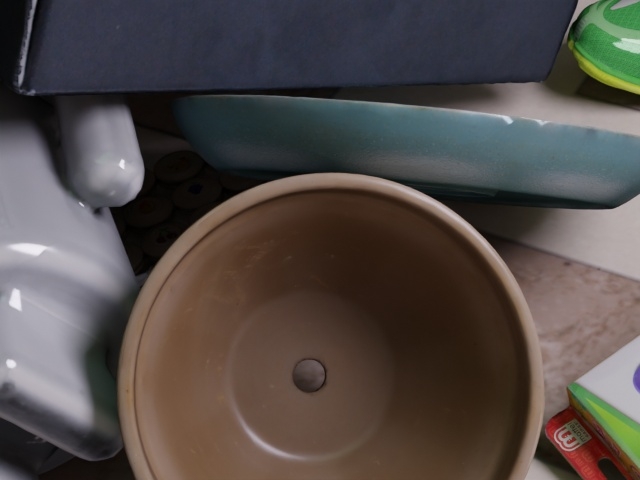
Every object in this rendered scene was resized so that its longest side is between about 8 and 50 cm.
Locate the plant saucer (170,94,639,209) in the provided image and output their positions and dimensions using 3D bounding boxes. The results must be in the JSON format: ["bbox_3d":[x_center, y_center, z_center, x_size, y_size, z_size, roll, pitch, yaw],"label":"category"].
[{"bbox_3d":[0.062,-0.051,1.080,0.317,0.044,0.317,5,-1,0],"label":"plant saucer"}]

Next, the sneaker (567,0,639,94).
[{"bbox_3d":[0.317,-0.191,1.264,0.295,0.123,0.109,-16,44,-10],"label":"sneaker"}]

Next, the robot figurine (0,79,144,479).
[{"bbox_3d":[-0.224,0.010,1.053,0.300,0.200,0.353,-39,43,11],"label":"robot figurine"}]

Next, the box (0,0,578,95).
[{"bbox_3d":[-0.107,-0.327,1.164,0.480,0.297,0.472,-6,32,-44],"label":"box"}]

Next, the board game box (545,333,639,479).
[{"bbox_3d":[0.265,0.073,0.999,0.259,0.039,0.124,-36,57,-6],"label":"board game box"}]

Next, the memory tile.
[{"bbox_3d":[-0.104,-0.026,1.207,0.148,0.012,0.113,-22,40,-12],"label":"memory tile"}]

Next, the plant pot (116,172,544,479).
[{"bbox_3d":[0.001,0.080,0.982,0.237,0.237,0.110,-13,3,-7],"label":"plant pot"}]

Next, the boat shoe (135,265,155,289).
[{"bbox_3d":[-0.102,0.027,1.146,0.100,0.035,0.035,-25,48,-10],"label":"boat shoe"}]
